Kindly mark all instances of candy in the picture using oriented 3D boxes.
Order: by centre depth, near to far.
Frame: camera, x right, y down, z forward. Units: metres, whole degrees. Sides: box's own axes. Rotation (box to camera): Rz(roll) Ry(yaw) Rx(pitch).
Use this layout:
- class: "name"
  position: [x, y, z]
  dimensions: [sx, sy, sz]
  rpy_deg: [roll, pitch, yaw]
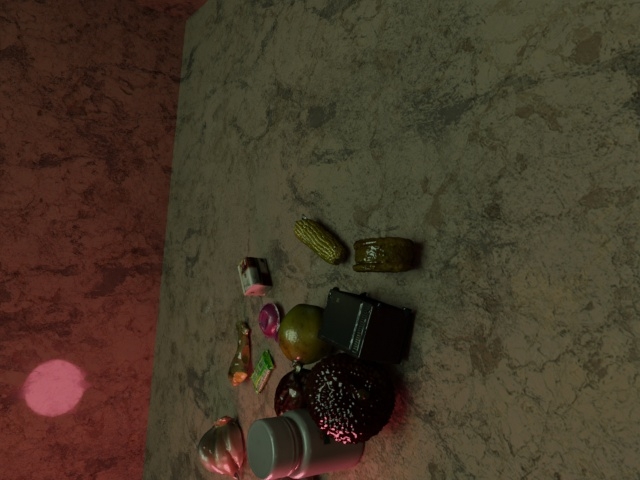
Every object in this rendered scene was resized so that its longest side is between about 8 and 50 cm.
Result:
- class: "candy"
  position: [-0.250, 0.568, 2.239]
  dimensions: [0.102, 0.032, 0.178]
  rpy_deg: [51, 124, 41]

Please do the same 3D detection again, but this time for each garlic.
- class: "garlic"
  position: [-0.443, 0.963, 2.390]
  dimensions: [0.238, 0.210, 0.291]
  rpy_deg: [-12, 67, 18]

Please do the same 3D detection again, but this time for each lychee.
- class: "lychee"
  position: [0.088, 0.470, 1.575]
  dimensions: [0.304, 0.276, 0.275]
  rpy_deg: [129, 137, -64]

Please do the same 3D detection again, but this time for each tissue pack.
- class: "tissue pack"
  position: [-0.290, 0.157, 2.293]
  dimensions: [0.099, 0.106, 0.148]
  rpy_deg: [-48, 49, 40]

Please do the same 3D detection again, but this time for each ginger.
- class: "ginger"
  position: [-0.370, 0.516, 2.382]
  dimensions: [0.131, 0.086, 0.294]
  rpy_deg: [-34, 50, 58]

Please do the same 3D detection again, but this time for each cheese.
- class: "cheese"
  position: [-0.196, 0.354, 2.169]
  dimensions: [0.244, 0.062, 0.155]
  rpy_deg: [44, 121, 47]

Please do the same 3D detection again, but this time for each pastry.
- class: "pastry"
  position: [0.186, 0.045, 1.564]
  dimensions: [0.189, 0.189, 0.103]
  rpy_deg: [-9, 80, 54]

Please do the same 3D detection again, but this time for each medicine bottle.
- class: "medicine bottle"
  position: [-0.050, 0.650, 1.675]
  dimensions: [0.208, 0.340, 0.208]
  rpy_deg: [-13, 74, 53]

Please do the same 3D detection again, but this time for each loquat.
- class: "loquat"
  position: [-0.054, 0.350, 1.839]
  dimensions: [0.213, 0.213, 0.246]
  rpy_deg: [-24, 44, 51]

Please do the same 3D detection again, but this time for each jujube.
- class: "jujube"
  position: [-0.082, 0.575, 1.868]
  dimensions: [0.183, 0.183, 0.243]
  rpy_deg: [-123, 30, -42]

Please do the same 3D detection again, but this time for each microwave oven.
- class: "microwave oven"
  position: [0.140, 0.260, 1.605]
  dimensions: [0.247, 0.188, 0.178]
  rpy_deg: [13, 90, 59]

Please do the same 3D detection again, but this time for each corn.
- class: "corn"
  position: [0.000, 0.000, 1.917]
  dimensions: [0.293, 0.106, 0.106]
  rpy_deg: [38, 116, 45]

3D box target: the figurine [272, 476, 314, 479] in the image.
- class: "figurine"
  position: [-0.109, 0.865, 1.859]
  dimensions: [0.287, 0.186, 0.176]
  rpy_deg: [44, 140, 7]
